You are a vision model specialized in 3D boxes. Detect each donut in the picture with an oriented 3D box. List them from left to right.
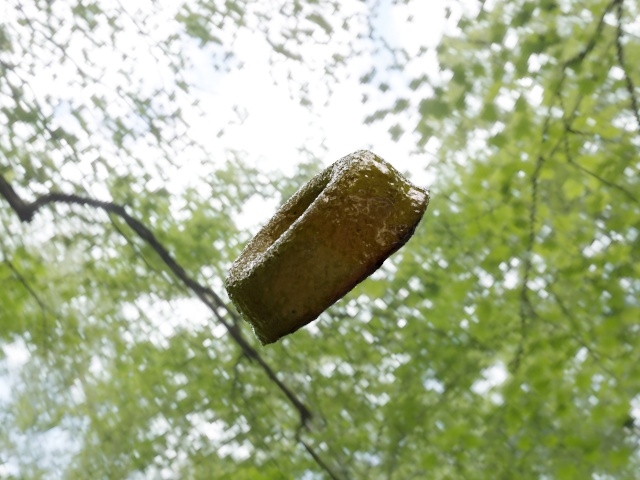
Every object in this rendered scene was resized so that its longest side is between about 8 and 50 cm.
[{"bbox_3d":[0.000,0.000,0.754,0.152,0.152,0.058,-44,-80,-2],"label":"donut"}]
